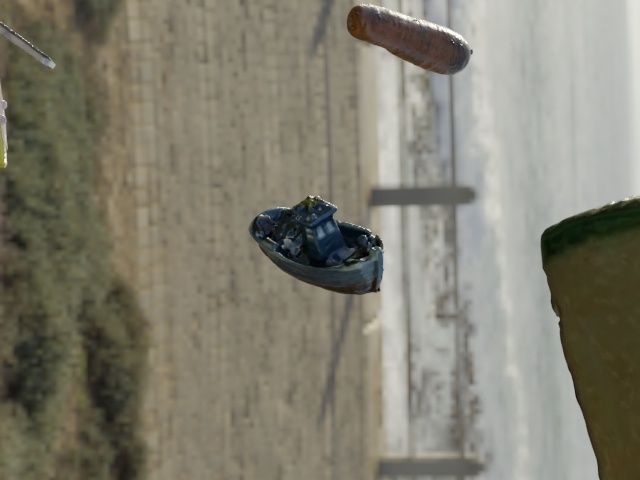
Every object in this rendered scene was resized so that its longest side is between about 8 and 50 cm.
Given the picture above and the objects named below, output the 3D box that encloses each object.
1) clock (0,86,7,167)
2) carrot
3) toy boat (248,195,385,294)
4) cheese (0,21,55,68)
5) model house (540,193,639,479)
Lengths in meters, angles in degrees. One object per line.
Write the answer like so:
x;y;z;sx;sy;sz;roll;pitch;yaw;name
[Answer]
-0.499;-0.185;1.492;0.368;0.376;0.250;-130;-143;-73;clock
0.109;-0.252;1.922;0.186;0.060;0.060;16;67;-33;carrot
0.000;0.000;1.172;0.060;0.137;0.061;-33;127;-28;toy boat
-0.436;-0.291;1.947;0.054;0.251;0.127;-54;171;-3;cheese
0.471;0.084;1.439;0.342;0.382;0.335;-8;79;-36;model house
